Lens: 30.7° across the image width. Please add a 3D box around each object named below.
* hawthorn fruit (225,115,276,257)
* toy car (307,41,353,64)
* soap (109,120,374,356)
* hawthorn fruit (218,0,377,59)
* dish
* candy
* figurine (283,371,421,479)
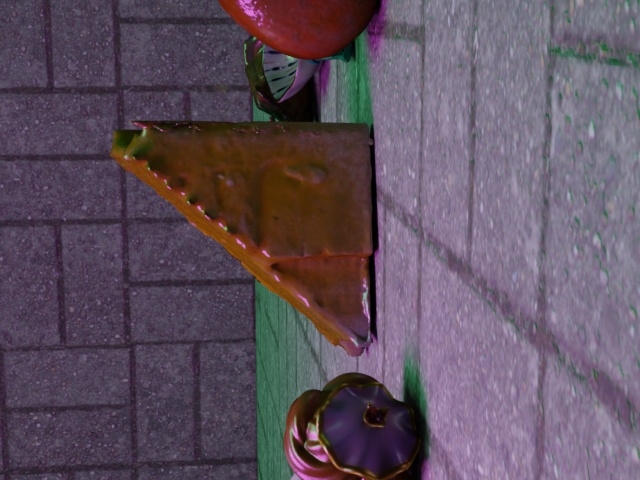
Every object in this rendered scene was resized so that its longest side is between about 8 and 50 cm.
[{"bbox_3d":[-0.099,-0.094,1.981,0.224,0.224,0.261,-99,26,-46],"label":"hawthorn fruit"},{"bbox_3d":[0.008,-0.328,1.617,0.126,0.098,0.162,8,70,56],"label":"toy car"},{"bbox_3d":[-0.105,0.001,1.501,0.169,0.338,0.305,147,123,-83],"label":"soap"},{"bbox_3d":[-0.050,-0.327,1.396,0.199,0.251,0.200,-23,61,50],"label":"hawthorn fruit"},{"bbox_3d":[-0.036,-0.321,1.911,0.190,0.066,0.191,-179,90,-69],"label":"dish"},{"bbox_3d":[-0.074,-0.278,2.072,0.101,0.143,0.271,-45,31,22],"label":"candy"},{"bbox_3d":[0.032,0.256,1.288,0.189,0.142,0.264,43,142,34],"label":"figurine"}]
